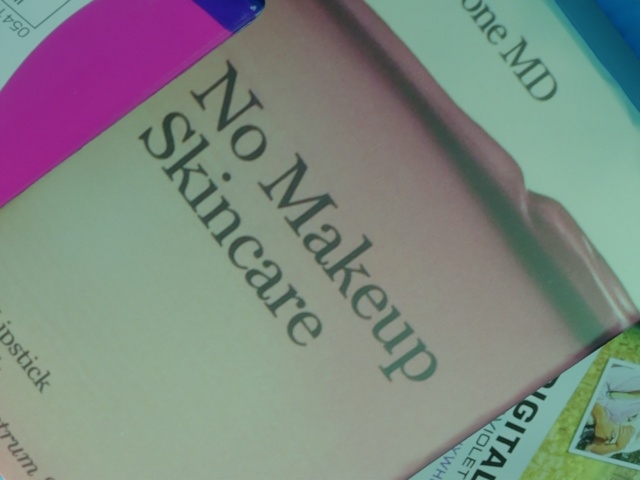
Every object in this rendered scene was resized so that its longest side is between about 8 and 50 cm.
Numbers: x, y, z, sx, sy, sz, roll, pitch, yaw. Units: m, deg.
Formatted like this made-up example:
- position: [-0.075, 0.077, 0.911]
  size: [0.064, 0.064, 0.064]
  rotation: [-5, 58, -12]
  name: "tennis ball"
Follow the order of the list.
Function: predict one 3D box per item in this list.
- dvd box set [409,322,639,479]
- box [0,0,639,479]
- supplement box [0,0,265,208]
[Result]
- position: [0.127, 0.183, 0.678]
  size: [0.420, 0.062, 0.308]
  rotation: [24, 107, -17]
  name: "dvd box set"
- position: [0.000, 0.000, 0.491]
  size: [0.232, 0.127, 0.149]
  rotation: [-38, 92, 17]
  name: "box"
- position: [-0.130, -0.072, 0.443]
  size: [0.220, 0.114, 0.111]
  rotation: [-33, 123, 25]
  name: "supplement box"
